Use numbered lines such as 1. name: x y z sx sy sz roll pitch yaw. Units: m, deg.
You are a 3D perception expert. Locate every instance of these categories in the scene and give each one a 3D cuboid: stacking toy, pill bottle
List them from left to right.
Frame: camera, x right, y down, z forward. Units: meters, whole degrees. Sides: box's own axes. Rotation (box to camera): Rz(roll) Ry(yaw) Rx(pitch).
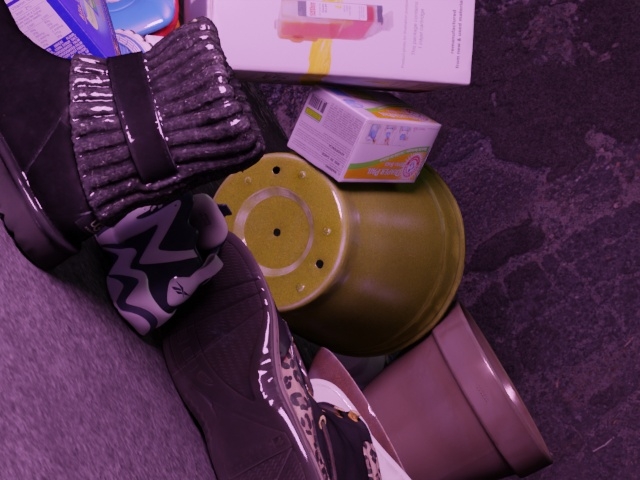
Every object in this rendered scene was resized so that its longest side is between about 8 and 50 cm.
1. stacking toy: -0.273 -0.270 1.981 0.302 0.165 0.175 73 -3 -46
2. pill bottle: 0.076 0.233 2.319 0.187 0.112 0.112 49 12 -55

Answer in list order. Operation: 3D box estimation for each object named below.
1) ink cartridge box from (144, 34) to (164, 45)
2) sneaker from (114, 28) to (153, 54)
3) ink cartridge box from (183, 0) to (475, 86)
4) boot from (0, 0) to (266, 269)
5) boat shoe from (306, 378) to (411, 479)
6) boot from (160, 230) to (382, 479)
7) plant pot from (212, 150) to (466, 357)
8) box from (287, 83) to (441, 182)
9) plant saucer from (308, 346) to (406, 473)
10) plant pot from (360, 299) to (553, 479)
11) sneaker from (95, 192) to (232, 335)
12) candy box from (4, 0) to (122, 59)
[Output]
1. ink cartridge box: -0.217 -0.199 1.728 0.067 0.198 0.115 0 51 -40
2. sneaker: -0.252 -0.163 1.582 0.330 0.147 0.130 37 -39 44
3. ink cartridge box: 0.001 -0.310 1.865 0.279 0.384 0.160 -161 -107 -76
4. boot: -0.225 -0.167 1.251 0.348 0.260 0.131 61 7 15
5. boat shoe: 0.047 0.336 1.659 0.319 0.116 0.099 58 -37 20
6. boot: -0.047 0.192 1.490 0.377 0.138 0.284 66 10 25
7. plant pot: 0.000 0.000 1.998 0.366 0.366 0.353 61 19 17
8. box: 0.068 -0.156 1.874 0.114 0.103 0.203 36 22 30
9. plant saucer: 0.055 0.303 1.835 0.311 0.050 0.311 59 -13 22
10. plant pot: 0.200 0.308 2.170 0.323 0.280 0.323 58 6 -10
11. sneaker: -0.174 -0.018 1.427 0.094 0.153 0.235 54 8 -38
12. candy box: -0.376 -0.332 1.489 0.317 0.122 0.268 54 9 -44
